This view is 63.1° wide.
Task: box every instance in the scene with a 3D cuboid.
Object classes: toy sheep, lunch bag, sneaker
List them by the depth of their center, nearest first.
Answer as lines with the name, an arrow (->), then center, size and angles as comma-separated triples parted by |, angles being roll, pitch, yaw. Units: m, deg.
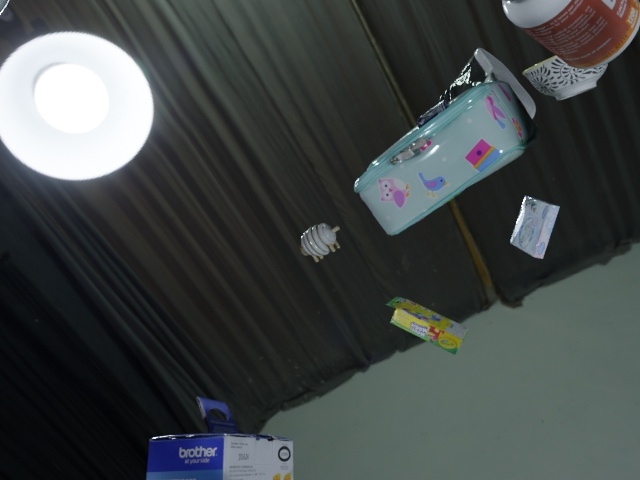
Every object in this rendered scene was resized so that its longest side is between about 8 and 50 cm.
lunch bag -> 0.173, -0.118, 0.726 | 0.224, 0.108, 0.279 | -33, -1, 33
sneaker -> 0.314, -0.255, 1.016 | 0.147, 0.104, 0.296 | -54, 20, 34
toy sheep -> 0.000, 0.000, 1.349 | 0.132, 0.091, 0.091 | -33, 18, 25

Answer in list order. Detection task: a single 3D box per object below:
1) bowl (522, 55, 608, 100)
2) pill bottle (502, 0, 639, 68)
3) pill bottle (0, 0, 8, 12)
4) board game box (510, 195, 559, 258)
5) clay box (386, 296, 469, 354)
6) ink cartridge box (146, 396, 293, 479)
bowl -> 0.505, -0.333, 1.050 | 0.170, 0.080, 0.170 | -19, 3, 1
pill bottle -> 0.338, -0.338, 0.729 | 0.121, 0.216, 0.121 | -31, 51, 48
pill bottle -> -0.487, -0.383, 0.641 | 0.204, 0.204, 0.361 | -29, 49, 6
board game box -> 0.363, -0.025, 0.887 | 0.020, 0.090, 0.090 | 11, 14, -7
clay box -> 0.291, 0.230, 1.449 | 0.222, 0.053, 0.127 | 24, 14, 21
ink cartridge box -> -0.155, 0.463, 0.851 | 0.151, 0.270, 0.395 | -8, 66, 18
